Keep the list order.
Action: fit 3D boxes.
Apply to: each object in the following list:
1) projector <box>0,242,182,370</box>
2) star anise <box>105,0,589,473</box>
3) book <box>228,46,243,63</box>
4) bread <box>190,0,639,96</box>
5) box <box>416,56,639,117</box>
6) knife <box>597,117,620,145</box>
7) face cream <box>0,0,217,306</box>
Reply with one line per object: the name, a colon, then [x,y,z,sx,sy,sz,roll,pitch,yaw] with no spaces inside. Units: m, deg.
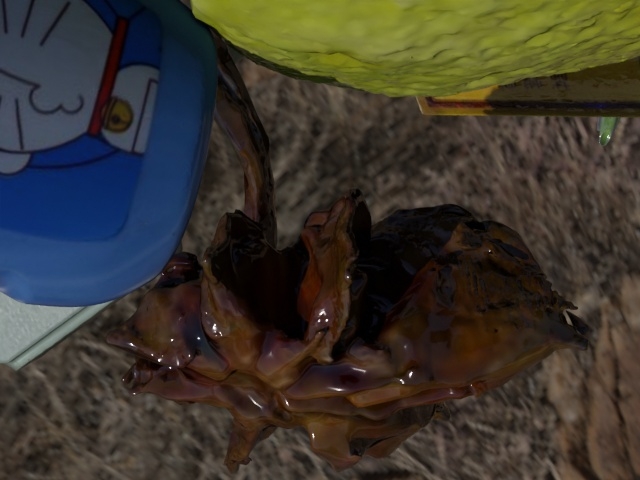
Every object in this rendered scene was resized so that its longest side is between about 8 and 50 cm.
projector: [-0.277,-0.032,1.562,0.198,0.108,0.250,-35,91,27]
star anise: [-0.002,0.004,0.854,0.237,0.346,0.148,-14,34,17]
book: [-0.113,-0.187,1.707,0.017,0.135,0.103,43,76,11]
bread: [0.095,-0.225,0.648,0.348,0.348,0.307,-14,80,14]
box: [0.202,-0.207,1.198,0.193,0.084,0.301,3,42,34]
knife: [0.273,-0.170,1.551,0.022,0.026,0.184,21,65,-20]
face cream: [-0.171,-0.065,0.590,0.264,0.083,0.149,13,74,-21]
